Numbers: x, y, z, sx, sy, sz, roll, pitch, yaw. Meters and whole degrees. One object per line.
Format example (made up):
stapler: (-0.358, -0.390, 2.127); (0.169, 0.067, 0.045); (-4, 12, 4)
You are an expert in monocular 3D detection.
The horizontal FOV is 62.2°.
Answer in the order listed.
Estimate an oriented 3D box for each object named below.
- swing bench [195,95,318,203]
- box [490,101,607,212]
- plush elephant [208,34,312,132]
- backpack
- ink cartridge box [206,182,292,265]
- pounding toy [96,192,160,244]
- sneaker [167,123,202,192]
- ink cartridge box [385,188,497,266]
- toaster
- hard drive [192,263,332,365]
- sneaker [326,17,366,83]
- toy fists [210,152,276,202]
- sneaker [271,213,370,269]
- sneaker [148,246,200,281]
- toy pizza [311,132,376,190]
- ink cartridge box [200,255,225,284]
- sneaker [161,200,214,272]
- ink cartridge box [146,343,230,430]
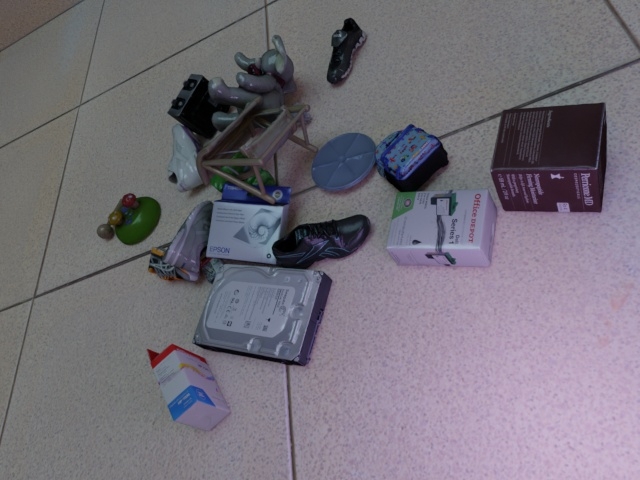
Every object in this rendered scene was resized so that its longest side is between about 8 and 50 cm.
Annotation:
swing bench: (-0.183, -0.265, 1.480); (0.255, 0.165, 0.253); (18, 55, 24)
box: (0.491, -0.171, 1.133); (0.203, 0.168, 0.167); (4, 63, 32)
plush elephant: (-0.185, -0.502, 1.675); (0.330, 0.272, 0.255); (3, 75, 0)
backpack: (0.215, -0.220, 1.359); (0.158, 0.117, 0.173); (-43, 47, 0)
ink cartridge box: (-0.199, -0.051, 1.471); (0.223, 0.045, 0.224); (4, 83, 20)
pounding toy: (-0.666, -0.091, 1.792); (0.237, 0.110, 0.183); (3, 63, 31)
sneaker: (-0.471, -0.284, 1.794); (0.152, 0.114, 0.305); (-34, 50, 6)
ink cartridge box: (0.279, -0.029, 1.218); (0.219, 0.092, 0.160); (-1, 62, 30)
toaster: (-0.412, -0.462, 1.840); (0.110, 0.186, 0.168); (27, 85, 41)
hard drive: (-0.154, 0.182, 1.361); (0.339, 0.064, 0.237); (3, 64, 31)
sneaker: (0.065, -0.611, 1.689); (0.078, 0.106, 0.234); (13, 69, 36)
toy fists: (-0.226, -0.175, 1.601); (0.142, 0.096, 0.279); (-51, 52, 5)
sneaker: (0.000, 0.000, 1.356); (0.267, 0.106, 0.101); (-26, 51, 13)
sneaker: (-0.438, 0.087, 1.580); (0.215, 0.084, 0.083); (22, 90, 40)
toy pizza: (0.067, -0.219, 1.497); (0.201, 0.032, 0.201); (-15, 54, 21)
ink cartridge box: (-0.315, 0.069, 1.543); (0.063, 0.029, 0.115); (-40, 50, 2)
sneaker: (-0.364, -0.007, 1.570); (0.105, 0.115, 0.281); (-44, 18, 40)
ink cartridge box: (-0.331, 0.346, 1.314); (0.078, 0.134, 0.231); (-42, 51, 2)
